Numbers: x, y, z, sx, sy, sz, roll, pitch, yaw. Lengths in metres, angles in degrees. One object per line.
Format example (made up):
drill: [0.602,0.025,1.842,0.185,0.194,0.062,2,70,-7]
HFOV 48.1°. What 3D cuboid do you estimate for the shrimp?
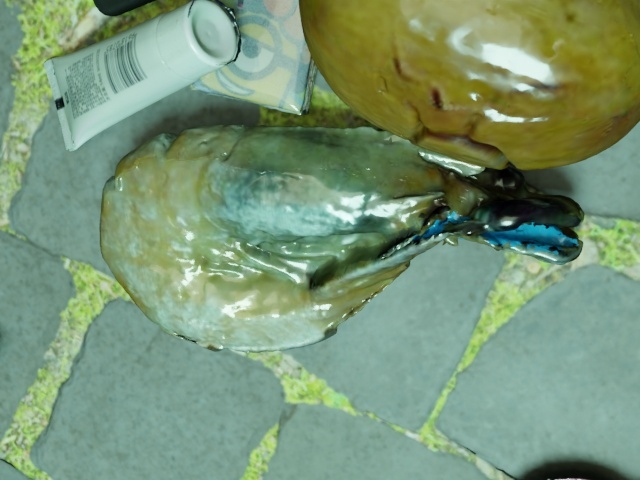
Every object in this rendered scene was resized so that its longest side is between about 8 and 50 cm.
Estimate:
shrimp: [0.000,0.000,0.640,0.446,0.110,0.221,-2,105,17]

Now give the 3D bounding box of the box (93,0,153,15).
box: [-0.172,-0.284,0.664,0.125,0.027,0.126,-15,98,17]

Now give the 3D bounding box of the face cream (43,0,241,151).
face cream: [-0.173,-0.149,0.643,0.244,0.058,0.092,-9,96,40]

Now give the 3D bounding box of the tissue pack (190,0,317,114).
tissue pack: [-0.049,-0.193,0.632,0.109,0.060,0.148,14,104,9]

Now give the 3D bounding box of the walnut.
walnut: [0.123,-0.153,0.523,0.298,0.203,0.203,21,104,16]

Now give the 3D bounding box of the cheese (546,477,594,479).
cheese: [0.205,0.300,0.665,0.244,0.062,0.155,-25,96,16]
